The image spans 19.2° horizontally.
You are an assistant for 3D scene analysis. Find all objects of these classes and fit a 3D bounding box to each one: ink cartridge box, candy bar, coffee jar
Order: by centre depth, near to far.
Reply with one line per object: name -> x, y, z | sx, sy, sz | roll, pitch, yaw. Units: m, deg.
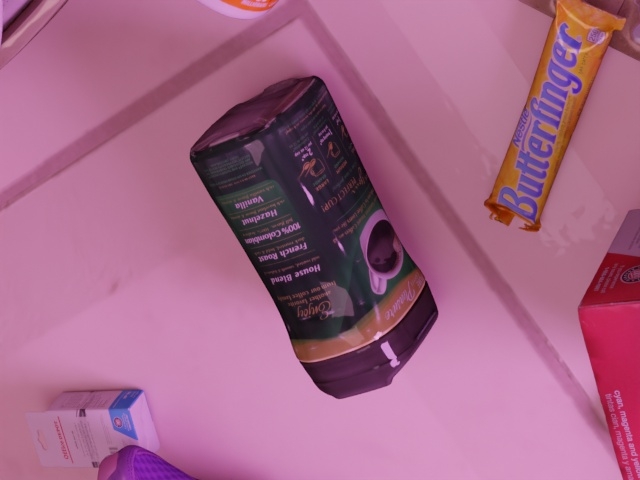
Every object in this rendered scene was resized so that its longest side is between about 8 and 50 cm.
ink cartridge box -> 0.252, 0.053, 1.031 | 0.176, 0.128, 0.127 | -7, 111, 27
candy bar -> 0.133, -0.071, 1.093 | 0.040, 0.018, 0.161 | 23, 127, 8
coffee jar -> 0.000, 0.000, 1.143 | 0.079, 0.096, 0.184 | -19, 108, 31
ink cartridge box -> -0.159, 0.131, 1.315 | 0.083, 0.028, 0.048 | -3, 115, 22

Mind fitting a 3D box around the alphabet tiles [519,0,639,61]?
alphabet tiles -> 0.243, -0.231, 0.978 | 0.285, 0.011, 0.342 | 27, 123, 6

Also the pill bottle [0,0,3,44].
pill bottle -> -0.367, -0.155, 1.049 | 0.408, 0.229, 0.229 | 23, 129, 48

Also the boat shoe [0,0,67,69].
boat shoe -> -0.242, -0.137, 1.157 | 0.302, 0.113, 0.103 | -34, 106, 33

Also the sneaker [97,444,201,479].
sneaker -> -0.044, 0.207, 1.271 | 0.236, 0.095, 0.104 | 42, 117, -18

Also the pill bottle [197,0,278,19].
pill bottle -> -0.021, -0.202, 1.051 | 0.086, 0.086, 0.152 | 42, 124, -3
